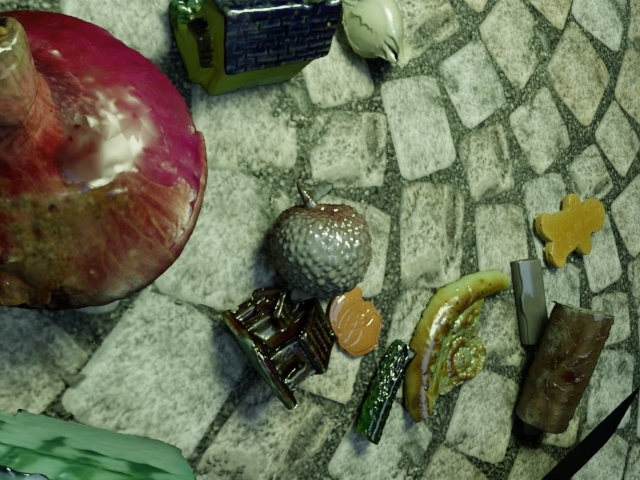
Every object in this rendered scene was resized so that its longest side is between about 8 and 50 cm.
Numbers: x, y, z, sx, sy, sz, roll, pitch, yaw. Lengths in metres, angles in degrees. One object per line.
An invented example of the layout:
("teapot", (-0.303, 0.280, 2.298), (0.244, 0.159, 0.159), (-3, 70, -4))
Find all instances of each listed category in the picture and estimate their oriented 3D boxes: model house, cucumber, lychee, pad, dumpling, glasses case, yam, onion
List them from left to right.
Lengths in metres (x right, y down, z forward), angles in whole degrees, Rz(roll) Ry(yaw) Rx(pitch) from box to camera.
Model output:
("model house", (-0.311, 0.381, 0.520), (0.252, 0.295, 0.329), (28, 72, -21))
("onion", (-0.289, -0.098, 0.505), (0.348, 0.385, 0.348), (3, 77, -15))
("model house", (-0.097, -0.328, 0.715), (0.194, 0.211, 0.170), (-19, 99, -27))
("model house", (-0.052, 0.146, 0.779), (0.152, 0.106, 0.165), (-35, 109, -23))
("lychee", (0.000, 0.000, 0.781), (0.165, 0.165, 0.197), (-17, 112, -28))
("dumpling", (0.104, -0.396, 0.893), (0.188, 0.108, 0.127), (51, 40, -3))
("cucumber", (0.118, 0.273, 0.898), (0.058, 0.058, 0.187), (34, 72, -24))
("glasses case", (0.477, 0.135, 1.112), (0.072, 0.042, 0.190), (-10, 93, -21))
("pad", (0.534, 0.482, 1.085), (0.375, 0.063, 0.315), (-26, 133, -23))
("yam", (0.516, 0.263, 1.046), (0.131, 0.131, 0.279), (9, 103, -28))

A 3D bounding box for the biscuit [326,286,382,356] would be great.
("biscuit", (0.064, 0.149, 0.892), (0.102, 0.019, 0.130), (-38, 107, -23))

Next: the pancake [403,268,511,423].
("pancake", (0.282, 0.203, 0.992), (0.197, 0.054, 0.376), (42, 71, -22))

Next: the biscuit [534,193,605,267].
("biscuit", (0.610, -0.033, 1.192), (0.240, 0.035, 0.158), (-23, 101, -27))
